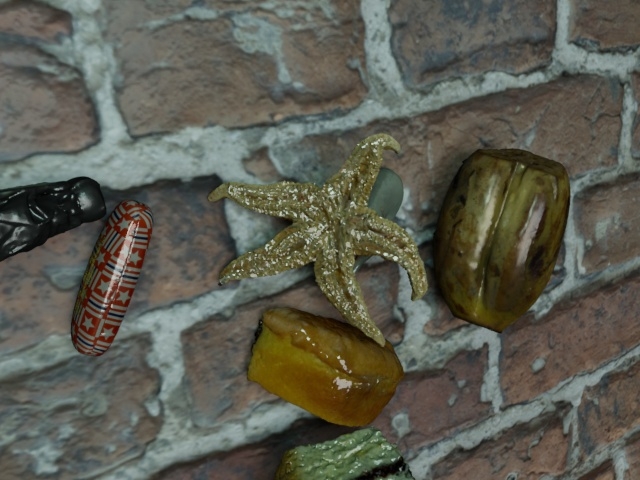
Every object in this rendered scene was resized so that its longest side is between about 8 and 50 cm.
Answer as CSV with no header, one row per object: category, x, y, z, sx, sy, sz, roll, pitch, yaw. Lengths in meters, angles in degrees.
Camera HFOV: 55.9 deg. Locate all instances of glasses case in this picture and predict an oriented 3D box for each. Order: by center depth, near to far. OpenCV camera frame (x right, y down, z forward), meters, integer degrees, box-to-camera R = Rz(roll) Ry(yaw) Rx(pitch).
glasses case,-0.254,0.044,0.720,0.049,0.073,0.194,19,92,-36

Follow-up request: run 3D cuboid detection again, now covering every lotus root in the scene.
lotus root,0.269,0.000,0.938,0.193,0.193,0.290,4,103,-29

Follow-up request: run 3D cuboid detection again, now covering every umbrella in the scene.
umbrella,-0.386,-0.008,0.591,0.358,0.113,0.106,-25,121,-39

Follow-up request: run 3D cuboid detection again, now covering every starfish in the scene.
starfish,0.000,-0.001,0.819,0.303,0.060,0.299,3,106,-1

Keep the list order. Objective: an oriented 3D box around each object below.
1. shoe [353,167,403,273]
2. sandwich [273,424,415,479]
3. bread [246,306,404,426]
shoe,0.069,-0.014,0.881,0.079,0.078,0.195,38,86,-29
sandwich,0.034,0.433,0.890,0.262,0.131,0.325,17,110,-31
bread,0.030,0.191,0.874,0.260,0.134,0.129,22,92,-30
